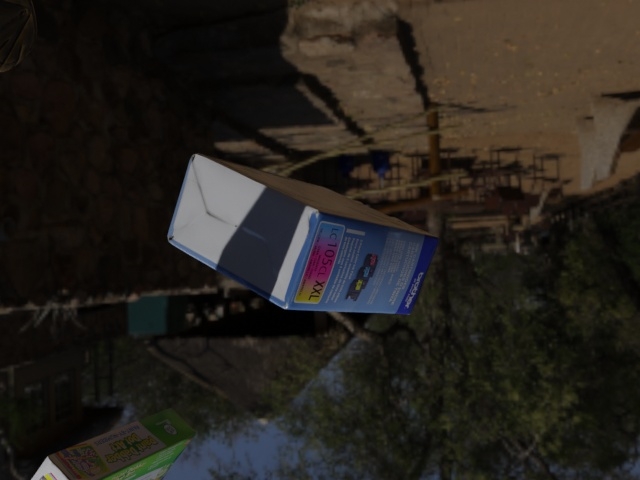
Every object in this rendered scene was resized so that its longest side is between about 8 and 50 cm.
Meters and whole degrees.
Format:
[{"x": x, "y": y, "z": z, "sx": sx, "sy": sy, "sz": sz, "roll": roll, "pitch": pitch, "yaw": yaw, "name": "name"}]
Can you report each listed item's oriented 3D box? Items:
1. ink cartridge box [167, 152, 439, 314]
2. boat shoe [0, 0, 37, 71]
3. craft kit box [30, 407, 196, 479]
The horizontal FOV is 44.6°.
[{"x": 0.000, "y": 0.000, "z": 1.241, "sx": 0.270, "sy": 0.151, "sz": 0.395, "roll": 27, "pitch": -168, "yaw": 36, "name": "ink cartridge box"}, {"x": -0.443, "y": -0.362, "z": 0.989, "sx": 0.122, "sy": 0.110, "sz": 0.341, "roll": -47, "pitch": 170, "yaw": -35, "name": "boat shoe"}, {"x": -0.286, "y": 0.327, "z": 0.917, "sx": 0.061, "sy": 0.247, "sz": 0.250, "roll": 42, "pitch": -168, "yaw": 15, "name": "craft kit box"}]
